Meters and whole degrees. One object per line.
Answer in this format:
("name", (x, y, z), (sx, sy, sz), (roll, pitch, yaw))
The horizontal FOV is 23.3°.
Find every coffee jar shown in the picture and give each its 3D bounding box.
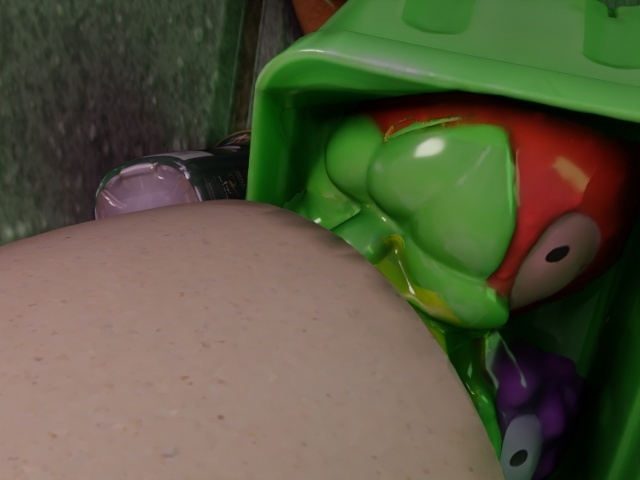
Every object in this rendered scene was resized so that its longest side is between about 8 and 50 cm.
("coffee jar", (-0.057, -0.015, 0.938), (0.184, 0.079, 0.096), (-23, 102, -64))

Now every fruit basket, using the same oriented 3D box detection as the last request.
("fruit basket", (0.050, 0.073, 0.820), (0.392, 0.283, 0.392), (12, 90, -85))

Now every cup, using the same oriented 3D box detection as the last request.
("cup", (-0.124, 0.149, 0.529), (0.237, 0.331, 0.331), (0, 84, -39))

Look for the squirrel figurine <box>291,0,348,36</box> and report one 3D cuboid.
("squirrel figurine", (0.128, -0.325, 1.063), (0.281, 0.370, 0.397), (46, 44, -54))
